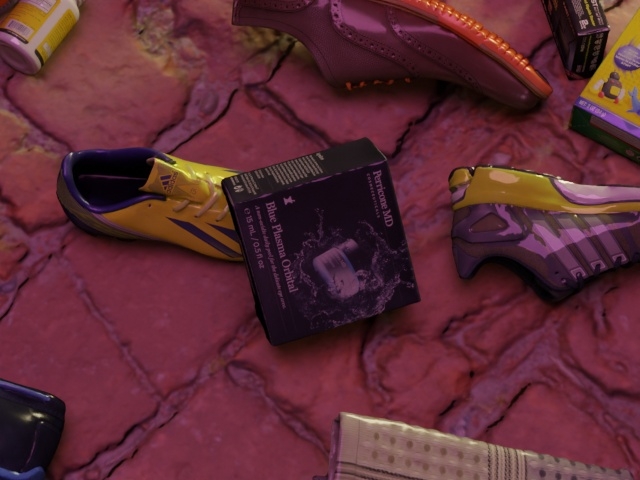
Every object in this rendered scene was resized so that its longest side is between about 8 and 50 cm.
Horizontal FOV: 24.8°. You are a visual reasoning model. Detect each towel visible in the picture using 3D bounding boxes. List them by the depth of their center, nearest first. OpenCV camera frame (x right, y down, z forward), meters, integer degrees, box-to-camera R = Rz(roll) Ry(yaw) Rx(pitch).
[{"bbox_3d":[0.133,0.324,1.287,0.324,0.056,0.312,15,65,-19],"label":"towel"}]

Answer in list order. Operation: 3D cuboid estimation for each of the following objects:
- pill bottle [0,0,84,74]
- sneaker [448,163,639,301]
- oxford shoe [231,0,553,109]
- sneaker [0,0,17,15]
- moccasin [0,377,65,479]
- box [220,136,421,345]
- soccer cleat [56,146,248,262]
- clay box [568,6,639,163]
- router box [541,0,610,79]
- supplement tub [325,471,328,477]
[{"bbox_3d":[-0.312,-0.248,1.634,0.065,0.065,0.116,28,68,15],"label":"pill bottle"},{"bbox_3d":[0.271,0.007,1.477,0.300,0.111,0.121,8,81,8],"label":"sneaker"},{"bbox_3d":[0.076,-0.214,1.593,0.364,0.130,0.132,27,100,7],"label":"oxford shoe"},{"bbox_3d":[-0.345,-0.398,1.676,0.321,0.124,0.180,-35,69,-14],"label":"sneaker"},{"bbox_3d":[-0.411,0.139,1.429,0.342,0.137,0.117,27,63,-1],"label":"moccasin"},{"bbox_3d":[0.000,0.000,1.440,0.158,0.156,0.093,-17,20,-6],"label":"box"},{"bbox_3d":[-0.130,-0.043,1.493,0.289,0.121,0.093,4,64,4],"label":"soccer cleat"},{"bbox_3d":[0.380,-0.187,1.582,0.127,0.053,0.222,30,69,15],"label":"clay box"},{"bbox_3d":[0.277,-0.251,1.595,0.038,0.092,0.122,-12,64,-4],"label":"router box"},{"bbox_3d":[-0.002,0.303,1.328,0.106,0.106,0.198,24,66,13],"label":"supplement tub"}]
